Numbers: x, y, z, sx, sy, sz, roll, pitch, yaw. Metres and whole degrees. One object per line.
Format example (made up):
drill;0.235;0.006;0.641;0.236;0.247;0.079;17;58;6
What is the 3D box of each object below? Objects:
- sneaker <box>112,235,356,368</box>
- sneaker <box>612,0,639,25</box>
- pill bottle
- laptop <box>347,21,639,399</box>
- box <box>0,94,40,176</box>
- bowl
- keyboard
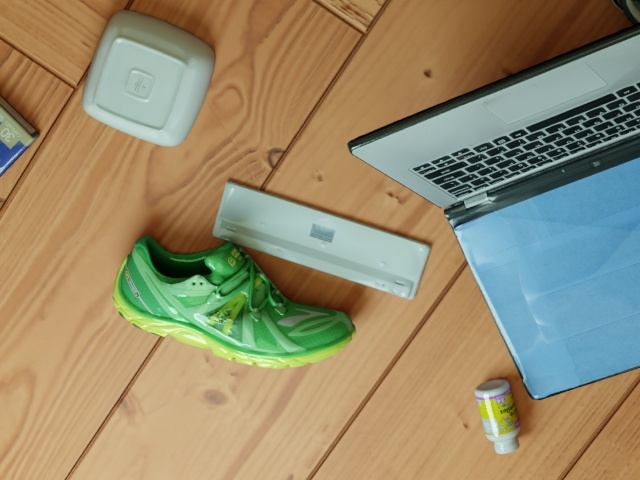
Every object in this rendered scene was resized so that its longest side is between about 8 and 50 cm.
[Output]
sneaker;-0.101;0.070;1.970;0.295;0.109;0.123;14;110;4
sneaker;0.451;-0.257;1.789;0.282;0.153;0.099;6;106;6
pill bottle;0.215;0.212;1.999;0.043;0.043;0.083;-13;103;11
laptop;0.304;-0.019;1.806;0.382;0.408;0.236;-21;68;22
box;-0.463;-0.096;2.015;0.136;0.036;0.225;44;107;-5
bowl;-0.206;-0.187;1.948;0.142;0.053;0.142;22;105;1
keyboard;0.000;0.000;1.991;0.256;0.014;0.072;18;101;2
